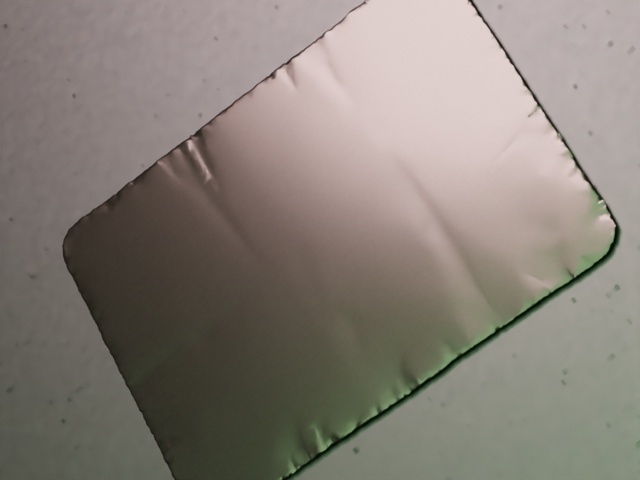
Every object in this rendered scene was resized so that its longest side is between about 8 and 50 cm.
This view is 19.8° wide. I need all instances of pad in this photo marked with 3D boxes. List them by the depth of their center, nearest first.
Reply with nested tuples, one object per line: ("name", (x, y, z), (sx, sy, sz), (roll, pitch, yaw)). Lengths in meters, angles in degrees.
("pad", (0.000, 0.000, 0.555), (0.157, 0.003, 0.112), (-36, 68, 15))
